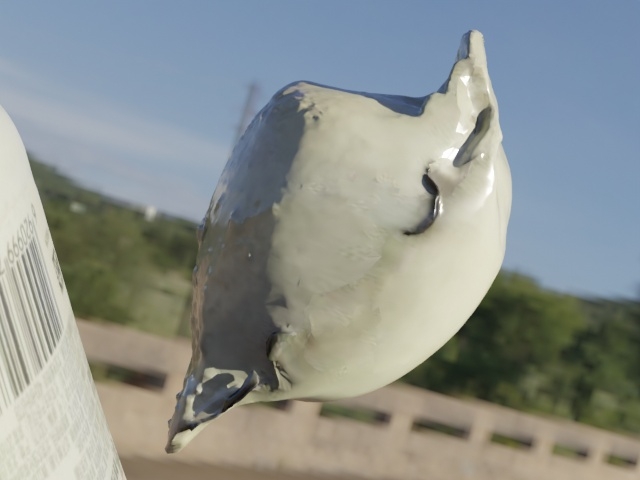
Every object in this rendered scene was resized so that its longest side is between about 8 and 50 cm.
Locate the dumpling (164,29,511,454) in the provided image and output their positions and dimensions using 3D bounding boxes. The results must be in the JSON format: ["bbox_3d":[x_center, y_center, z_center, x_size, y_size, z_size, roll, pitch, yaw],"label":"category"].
[{"bbox_3d":[-0.002,-0.005,1.143,0.243,0.175,0.227,-19,9,-4],"label":"dumpling"}]

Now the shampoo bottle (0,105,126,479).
[{"bbox_3d":[-0.066,0.081,0.432,0.051,0.220,0.108,-11,18,9],"label":"shampoo bottle"}]
